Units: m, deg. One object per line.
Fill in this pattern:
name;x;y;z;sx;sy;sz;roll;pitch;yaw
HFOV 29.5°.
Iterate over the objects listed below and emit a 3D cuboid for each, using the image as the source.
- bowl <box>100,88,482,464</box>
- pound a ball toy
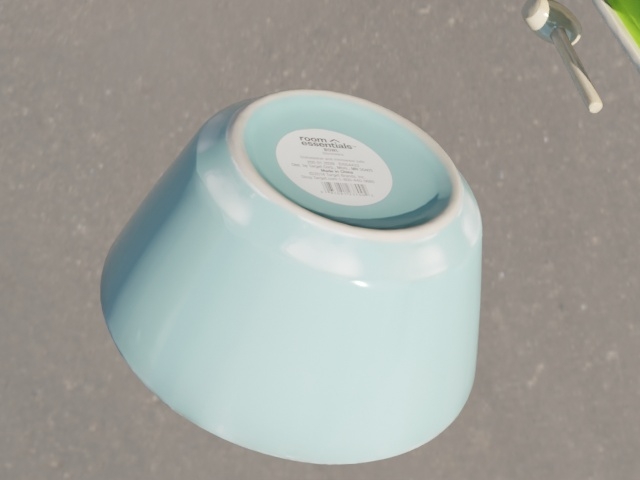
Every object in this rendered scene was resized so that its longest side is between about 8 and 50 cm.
bowl;0.000;0.000;0.930;0.312;0.311;0.163;15;128;-8
pound a ball toy;0.381;-0.196;1.316;0.136;0.319;0.208;18;129;-41
